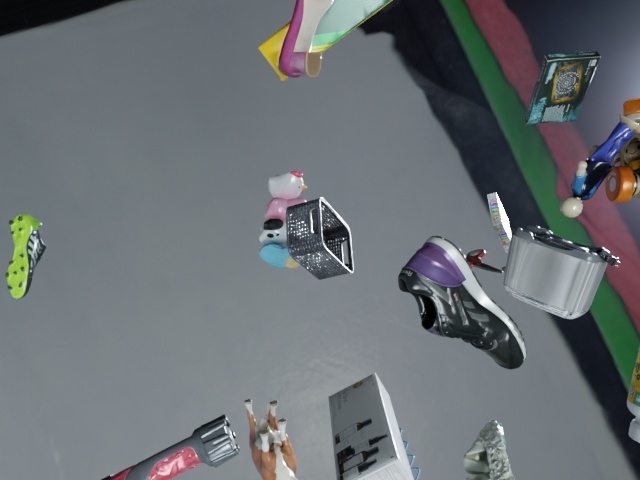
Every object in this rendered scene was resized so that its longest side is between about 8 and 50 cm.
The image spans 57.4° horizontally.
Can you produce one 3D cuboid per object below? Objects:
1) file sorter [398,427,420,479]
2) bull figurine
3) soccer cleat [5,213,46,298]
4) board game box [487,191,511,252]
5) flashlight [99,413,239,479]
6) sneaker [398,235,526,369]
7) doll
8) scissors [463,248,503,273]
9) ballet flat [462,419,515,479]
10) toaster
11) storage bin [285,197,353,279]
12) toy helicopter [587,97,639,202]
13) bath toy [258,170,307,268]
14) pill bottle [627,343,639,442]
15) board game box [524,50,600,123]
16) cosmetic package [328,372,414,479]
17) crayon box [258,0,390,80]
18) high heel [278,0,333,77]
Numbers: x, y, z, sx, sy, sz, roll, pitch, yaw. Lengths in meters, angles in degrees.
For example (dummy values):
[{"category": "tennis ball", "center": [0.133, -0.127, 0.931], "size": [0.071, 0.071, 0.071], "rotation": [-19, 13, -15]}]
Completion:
[{"category": "file sorter", "center": [0.176, 0.568, 1.448], "size": [0.170, 0.104, 0.118], "rotation": [66, 27, -7]}, {"category": "bull figurine", "center": [-0.110, 0.509, 1.411], "size": [0.310, 0.101, 0.189], "rotation": [-162, -117, -65]}, {"category": "soccer cleat", "center": [-0.596, 0.033, 1.194], "size": [0.072, 0.060, 0.179], "rotation": [34, 46, -63]}, {"category": "board game box", "center": [0.496, -0.048, 1.608], "size": [0.154, 0.026, 0.104], "rotation": [45, 36, -49]}, {"category": "flashlight", "center": [-0.319, 0.484, 1.218], "size": [0.103, 0.303, 0.103], "rotation": [-174, -120, -82]}, {"category": "sneaker", "center": [0.238, 0.138, 1.026], "size": [0.283, 0.124, 0.107], "rotation": [50, -21, -9]}, {"category": "doll", "center": [0.474, -0.123, 1.006], "size": [0.046, 0.129, 0.189], "rotation": [44, -63, 32]}, {"category": "scissors", "center": [0.438, 0.073, 1.662], "size": [0.297, 0.108, 0.021], "rotation": [-74, 147, -77]}, {"category": "ballet flat", "center": [0.449, 0.620, 1.558], "size": [0.409, 0.146, 0.147], "rotation": [-73, 146, -70]}, {"category": "toaster", "center": [0.495, 0.067, 1.227], "size": [0.226, 0.129, 0.147], "rotation": [24, -69, 38]}, {"category": "storage bin", "center": [0.000, 0.000, 1.291], "size": [0.180, 0.084, 0.122], "rotation": [43, 38, -56]}, {"category": "toy helicopter", "center": [0.738, -0.215, 1.433], "size": [0.355, 0.140, 0.235], "rotation": [-70, 161, -83]}, {"category": "bath toy", "center": [-0.097, -0.082, 1.822], "size": [0.151, 0.129, 0.348], "rotation": [28, 45, -30]}, {"category": "pill bottle", "center": [0.661, 0.287, 1.122], "size": [0.117, 0.117, 0.209], "rotation": [-148, -111, -82]}, {"category": "board game box", "center": [0.574, -0.362, 1.399], "size": [0.186, 0.126, 0.026], "rotation": [89, -4, -51]}, {"category": "cosmetic package", "center": [0.072, 0.305, 0.912], "size": [0.061, 0.098, 0.239], "rotation": [62, 5, -15]}, {"category": "crayon box", "center": [0.008, -0.548, 1.470], "size": [0.106, 0.313, 0.363], "rotation": [54, 11, -17]}, {"category": "high heel", "center": [-0.038, -0.452, 1.173], "size": [0.117, 0.082, 0.244], "rotation": [24, -62, 46]}]
